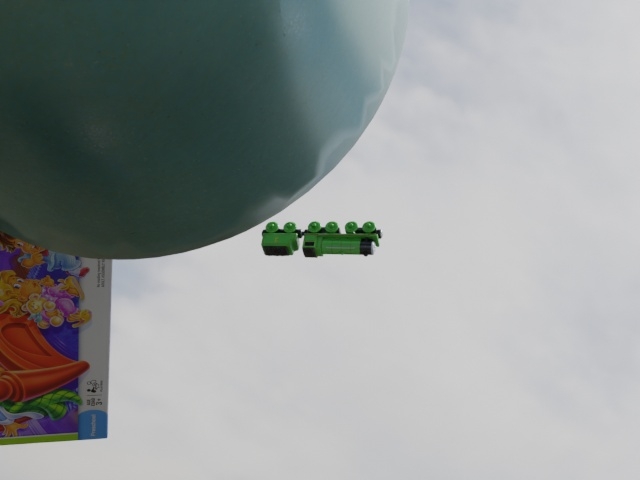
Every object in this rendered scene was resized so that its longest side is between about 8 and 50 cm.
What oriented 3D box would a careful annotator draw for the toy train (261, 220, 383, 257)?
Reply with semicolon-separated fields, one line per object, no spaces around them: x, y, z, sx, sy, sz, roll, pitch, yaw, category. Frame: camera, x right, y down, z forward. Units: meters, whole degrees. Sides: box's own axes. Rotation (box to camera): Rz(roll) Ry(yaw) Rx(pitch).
0.000;0.000;0.882;0.083;0.024;0.017;0;-37;14;toy train

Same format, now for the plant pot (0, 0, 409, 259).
-0.112;-0.161;0.613;0.293;0.293;0.235;17;-13;12;plant pot

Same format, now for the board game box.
-0.319;0.044;1.263;0.233;0.078;0.347;-2;-55;-14;board game box
